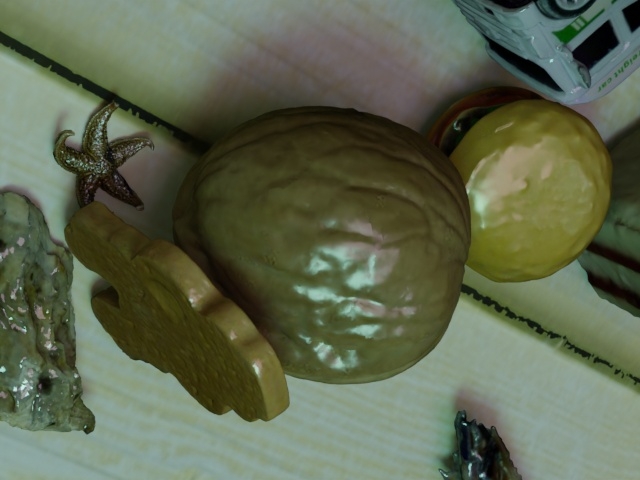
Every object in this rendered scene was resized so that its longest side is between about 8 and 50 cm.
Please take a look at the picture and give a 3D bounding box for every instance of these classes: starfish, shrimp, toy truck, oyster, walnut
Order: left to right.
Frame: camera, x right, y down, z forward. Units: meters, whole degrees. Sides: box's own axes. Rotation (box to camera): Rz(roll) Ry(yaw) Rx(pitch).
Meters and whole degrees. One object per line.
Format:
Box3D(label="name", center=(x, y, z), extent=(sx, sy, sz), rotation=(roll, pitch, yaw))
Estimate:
Box3D(label="oyster", center=(-0.238, 0.057, 1.098), extent=(0.132, 0.072, 0.209), rotation=(-10, 110, -23))
Box3D(label="starfish", center=(-0.163, -0.060, 1.111), extent=(0.078, 0.028, 0.091), rotation=(1, 105, -30))
Box3D(label="walnut", center=(0.000, 0.000, 1.098), extent=(0.228, 0.228, 0.228), rotation=(-8, 111, -21))
Box3D(label="shrimp", center=(0.133, 0.293, 1.351), extent=(0.164, 0.062, 0.317), rotation=(-20, 118, -13))
Box3D(label="toy truck", center=(0.264, -0.265, 1.146), extent=(0.363, 0.176, 0.178), rotation=(-39, 131, -8))

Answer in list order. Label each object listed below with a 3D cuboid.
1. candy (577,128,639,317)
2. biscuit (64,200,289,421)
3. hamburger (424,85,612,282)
Box3D(label="candy", center=(0.378, -0.059, 1.260), extent=(0.320, 0.179, 0.135), rotation=(-36, 119, -8))
Box3D(label="biscuit", center=(-0.102, 0.056, 1.058), extent=(0.040, 0.236, 0.144), rotation=(-41, 132, -24))
Box3D(label="hamburger", center=(0.156, -0.045, 1.205), extent=(0.162, 0.115, 0.162), rotation=(-7, 111, -19))
